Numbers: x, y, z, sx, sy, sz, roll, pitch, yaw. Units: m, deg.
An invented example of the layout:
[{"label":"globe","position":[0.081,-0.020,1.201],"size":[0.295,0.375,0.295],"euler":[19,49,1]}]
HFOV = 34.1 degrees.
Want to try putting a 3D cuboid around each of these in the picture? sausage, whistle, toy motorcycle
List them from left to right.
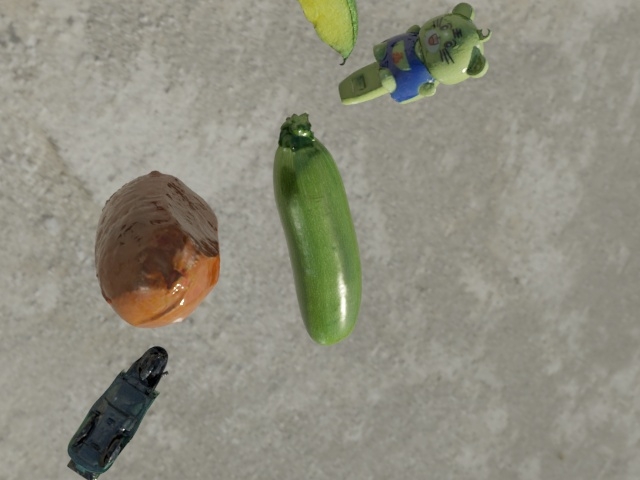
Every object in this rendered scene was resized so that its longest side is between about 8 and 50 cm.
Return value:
[{"label":"toy motorcycle","position":[-0.232,0.198,1.209],"size":[0.058,0.100,0.173],"euler":[33,77,-1]},{"label":"sausage","position":[-0.209,0.012,1.324],"size":[0.153,0.268,0.141],"euler":[39,101,-23]},{"label":"whistle","position":[0.122,-0.236,1.383],"size":[0.085,0.227,0.105],"euler":[15,61,-59]}]

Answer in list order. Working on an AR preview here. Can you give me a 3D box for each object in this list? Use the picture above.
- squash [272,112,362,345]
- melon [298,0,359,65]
[{"label":"squash","position":[0.000,0.000,1.523],"size":[0.107,0.107,0.395],"euler":[-29,126,-27]},{"label":"melon","position":[0.013,-0.409,1.842],"size":[0.114,0.053,0.261],"euler":[-22,134,3]}]
